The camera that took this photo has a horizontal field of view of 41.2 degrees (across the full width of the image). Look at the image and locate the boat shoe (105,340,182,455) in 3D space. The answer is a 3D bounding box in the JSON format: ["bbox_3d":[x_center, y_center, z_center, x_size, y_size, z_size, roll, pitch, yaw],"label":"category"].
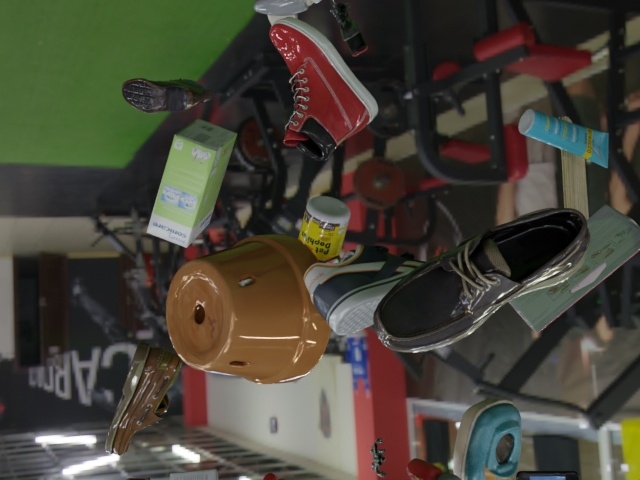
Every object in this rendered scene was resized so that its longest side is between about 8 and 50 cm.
[{"bbox_3d":[-0.373,0.352,1.788,0.104,0.307,0.111,18,-146,-10],"label":"boat shoe"}]

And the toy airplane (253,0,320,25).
[{"bbox_3d":[-0.122,-0.699,1.940,0.386,0.272,0.384,21,120,-30],"label":"toy airplane"}]

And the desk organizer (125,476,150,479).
[{"bbox_3d":[-0.359,0.469,1.509,0.130,0.047,0.050,-36,148,22],"label":"desk organizer"}]

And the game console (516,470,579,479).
[{"bbox_3d":[0.525,0.602,1.955,0.144,0.124,0.085,-5,-175,17],"label":"game console"}]

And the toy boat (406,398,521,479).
[{"bbox_3d":[0.356,0.516,1.957,0.318,0.267,0.148,-11,-161,-36],"label":"toy boat"}]

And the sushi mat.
[{"bbox_3d":[0.549,-0.097,1.824,0.019,0.316,0.151,-6,172,31],"label":"sushi mat"}]

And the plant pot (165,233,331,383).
[{"bbox_3d":[-0.150,0.130,1.587,0.291,0.291,0.203,-9,173,44],"label":"plant pot"}]

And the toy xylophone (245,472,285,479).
[{"bbox_3d":[-0.120,0.668,1.998,0.081,0.236,0.322,42,155,-30],"label":"toy xylophone"}]

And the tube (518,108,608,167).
[{"bbox_3d":[0.502,-0.212,1.731,0.207,0.080,0.052,15,165,-20],"label":"tube"}]

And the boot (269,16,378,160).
[{"bbox_3d":[-0.036,-0.261,1.479,0.176,0.244,0.088,-42,-179,-27],"label":"boot"}]

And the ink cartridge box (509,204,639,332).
[{"bbox_3d":[0.491,0.064,1.601,0.275,0.060,0.239,-41,-165,8],"label":"ink cartridge box"}]

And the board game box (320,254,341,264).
[{"bbox_3d":[-0.044,0.151,2.166,0.281,0.145,0.027,-23,-167,23],"label":"board game box"}]

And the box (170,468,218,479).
[{"bbox_3d":[-0.309,0.669,2.111,0.119,0.182,0.181,-3,161,-9],"label":"box"}]

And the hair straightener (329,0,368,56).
[{"bbox_3d":[0.059,-0.492,1.882,0.047,0.230,0.089,-26,123,16],"label":"hair straightener"}]

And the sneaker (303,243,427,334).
[{"bbox_3d":[0.110,0.068,1.460,0.321,0.127,0.126,-4,134,-47],"label":"sneaker"}]

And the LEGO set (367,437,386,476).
[{"bbox_3d":[0.073,0.292,1.103,0.023,0.054,0.083,-2,-153,3],"label":"LEGO set"}]

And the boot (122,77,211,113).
[{"bbox_3d":[-0.365,-0.345,2.024,0.219,0.082,0.106,15,-159,31],"label":"boot"}]

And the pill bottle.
[{"bbox_3d":[0.000,0.000,2.222,0.117,0.215,0.117,10,-149,-6],"label":"pill bottle"}]

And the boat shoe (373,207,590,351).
[{"bbox_3d":[0.234,0.040,1.243,0.355,0.132,0.130,-28,154,-10],"label":"boat shoe"}]

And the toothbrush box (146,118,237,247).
[{"bbox_3d":[-0.337,-0.154,2.244,0.122,0.283,0.206,20,-158,2],"label":"toothbrush box"}]
